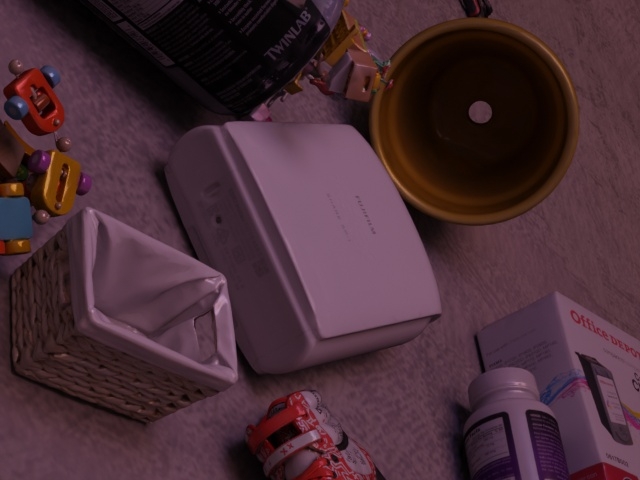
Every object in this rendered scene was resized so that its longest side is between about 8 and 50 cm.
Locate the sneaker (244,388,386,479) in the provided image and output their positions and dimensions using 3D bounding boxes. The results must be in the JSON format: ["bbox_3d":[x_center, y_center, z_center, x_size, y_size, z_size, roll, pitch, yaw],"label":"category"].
[{"bbox_3d":[-0.010,0.221,1.241,0.145,0.090,0.270,52,12,-10],"label":"sneaker"}]

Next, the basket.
[{"bbox_3d":[-0.162,0.067,1.173,0.167,0.103,0.113,30,39,-42],"label":"basket"}]

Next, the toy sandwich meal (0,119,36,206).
[{"bbox_3d":[-0.263,-0.067,1.217,0.085,0.029,0.085,38,35,-33],"label":"toy sandwich meal"}]

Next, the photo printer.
[{"bbox_3d":[0.000,0.000,1.486,0.307,0.107,0.256,-5,67,-58],"label":"photo printer"}]

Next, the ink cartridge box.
[{"bbox_3d":[0.325,0.245,1.743,0.226,0.131,0.306,28,42,-43],"label":"ink cartridge box"}]

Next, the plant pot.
[{"bbox_3d":[0.201,-0.158,1.840,0.254,0.254,0.239,58,13,-2],"label":"plant pot"}]

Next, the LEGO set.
[{"bbox_3d":[0.024,-0.171,1.496,0.107,0.287,0.132,37,74,-24],"label":"LEGO set"}]

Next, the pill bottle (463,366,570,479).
[{"bbox_3d":[0.217,0.243,1.596,0.108,0.108,0.193,32,39,-40],"label":"pill bottle"}]

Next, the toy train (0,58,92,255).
[{"bbox_3d":[-0.253,-0.061,1.168,0.125,0.046,0.166,56,45,-27],"label":"toy train"}]

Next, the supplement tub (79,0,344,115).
[{"bbox_3d":[-0.153,-0.298,1.421,0.338,0.207,0.207,41,33,-27],"label":"supplement tub"}]

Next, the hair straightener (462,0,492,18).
[{"bbox_3d":[0.248,-0.423,2.339,0.089,0.047,0.230,-11,73,-60],"label":"hair straightener"}]
